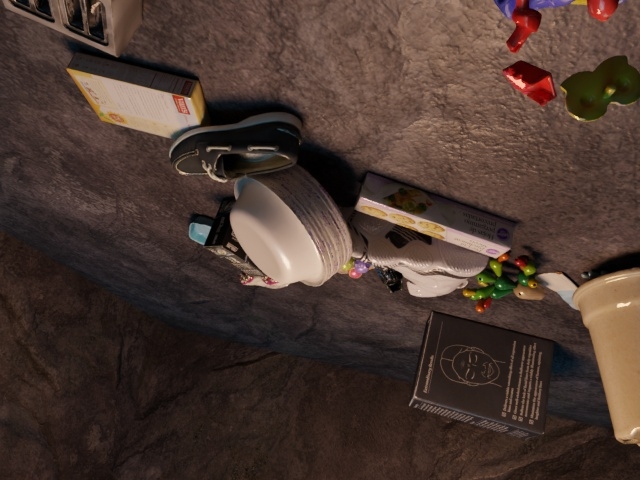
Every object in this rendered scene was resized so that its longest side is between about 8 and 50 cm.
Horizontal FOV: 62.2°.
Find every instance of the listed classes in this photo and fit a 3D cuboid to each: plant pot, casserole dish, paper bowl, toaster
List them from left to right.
[{"bbox_3d":[-0.331,-0.359,0.716,0.168,0.110,0.186,21,158,-12],"label":"toaster"},{"bbox_3d":[-0.339,-0.025,1.614,0.114,0.036,0.188,21,157,-8],"label":"casserole dish"},{"bbox_3d":[-0.079,-0.023,1.120,0.284,0.148,0.284,40,154,24],"label":"paper bowl"},{"bbox_3d":[0.700,0.251,1.062,0.334,0.305,0.333,6,155,3],"label":"plant pot"}]

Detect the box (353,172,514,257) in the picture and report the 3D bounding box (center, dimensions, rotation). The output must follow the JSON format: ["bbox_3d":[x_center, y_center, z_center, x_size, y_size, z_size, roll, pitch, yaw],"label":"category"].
[{"bbox_3d":[0.231,-0.050,1.088,0.324,0.063,0.067,19,159,-4],"label":"box"}]

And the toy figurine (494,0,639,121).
[{"bbox_3d":[0.263,-0.284,0.435,0.363,0.217,0.191,-34,123,7],"label":"toy figurine"}]

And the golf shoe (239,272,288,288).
[{"bbox_3d":[-0.137,0.099,1.687,0.140,0.115,0.306,19,167,-32],"label":"golf shoe"}]

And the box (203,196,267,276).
[{"bbox_3d":[-0.197,-0.007,1.401,0.078,0.147,0.180,-2,150,41],"label":"box"}]

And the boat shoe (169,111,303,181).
[{"bbox_3d":[-0.174,-0.162,1.013,0.303,0.091,0.114,-12,155,32],"label":"boat shoe"}]

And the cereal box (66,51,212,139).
[{"bbox_3d":[-0.336,-0.266,1.022,0.240,0.047,0.173,15,160,4],"label":"cereal box"}]

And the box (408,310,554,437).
[{"bbox_3d":[0.516,0.440,1.731,0.396,0.293,0.212,14,157,10],"label":"box"}]

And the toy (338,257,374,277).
[{"bbox_3d":[0.082,0.071,1.498,0.137,0.056,0.237,30,155,-32],"label":"toy"}]

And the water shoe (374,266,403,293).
[{"bbox_3d":[0.180,0.072,1.373,0.073,0.080,0.203,-20,148,14],"label":"water shoe"}]

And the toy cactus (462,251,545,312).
[{"bbox_3d":[0.451,0.110,1.248,0.181,0.112,0.219,16,140,-18],"label":"toy cactus"}]

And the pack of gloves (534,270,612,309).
[{"bbox_3d":[0.645,0.138,1.248,0.232,0.046,0.195,30,154,-27],"label":"pack of gloves"}]

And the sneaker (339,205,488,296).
[{"bbox_3d":[0.185,0.038,1.231,0.366,0.137,0.210,12,156,9],"label":"sneaker"}]
